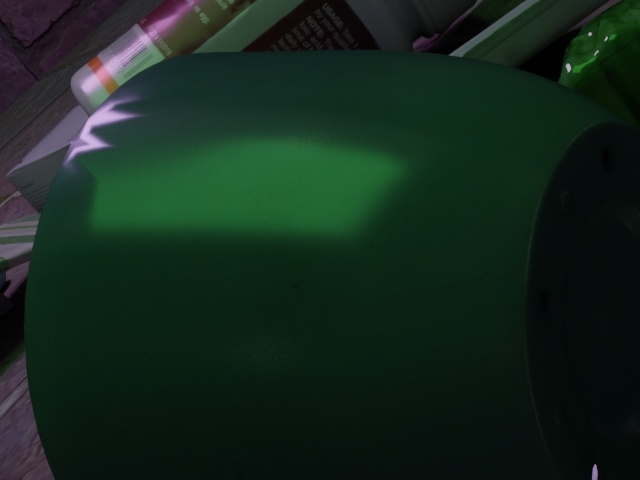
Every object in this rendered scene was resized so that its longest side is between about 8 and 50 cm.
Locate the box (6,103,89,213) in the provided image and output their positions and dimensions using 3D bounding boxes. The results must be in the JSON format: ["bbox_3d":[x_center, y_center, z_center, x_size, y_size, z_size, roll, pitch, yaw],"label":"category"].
[{"bbox_3d":[-0.293,-0.118,2.043,0.182,0.119,0.181,-17,28,49],"label":"box"}]

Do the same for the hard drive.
[{"bbox_3d":[0.140,-0.154,1.265,0.307,0.040,0.203,-38,4,-37],"label":"hard drive"}]

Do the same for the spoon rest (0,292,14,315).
[{"bbox_3d":[-0.462,0.134,1.810,0.137,0.084,0.276,-29,19,27],"label":"spoon rest"}]

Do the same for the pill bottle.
[{"bbox_3d":[-0.045,-0.203,1.591,0.392,0.224,0.224,-38,17,0],"label":"pill bottle"}]

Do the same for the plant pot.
[{"bbox_3d":[0.045,0.040,0.741,0.235,0.293,0.293,-3,36,37],"label":"plant pot"}]

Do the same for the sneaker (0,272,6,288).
[{"bbox_3d":[-0.566,0.075,1.953,0.127,0.208,0.319,-24,23,37],"label":"sneaker"}]

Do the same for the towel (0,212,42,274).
[{"bbox_3d":[-0.415,0.026,1.858,0.248,0.038,0.325,-4,16,46],"label":"towel"}]

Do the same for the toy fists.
[{"bbox_3d":[0.171,-0.083,1.082,0.279,0.096,0.142,-34,3,12],"label":"toy fists"}]
